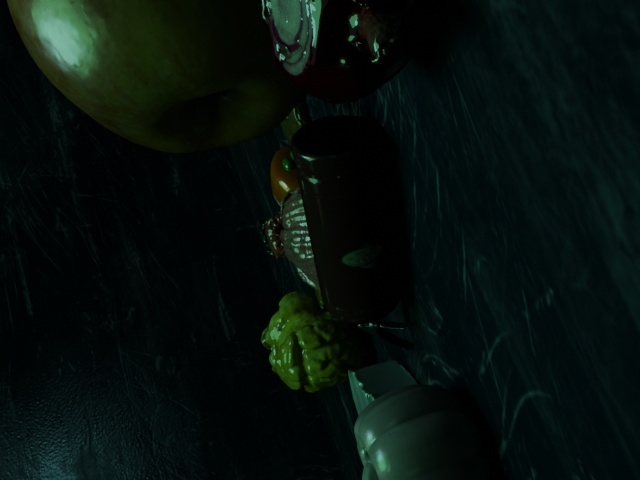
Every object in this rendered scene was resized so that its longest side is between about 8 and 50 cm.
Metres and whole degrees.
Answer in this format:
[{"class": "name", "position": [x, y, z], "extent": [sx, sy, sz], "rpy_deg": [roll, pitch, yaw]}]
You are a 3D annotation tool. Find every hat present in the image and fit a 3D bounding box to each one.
[{"class": "hat", "position": [0.000, 0.000, 1.243], "extent": [0.286, 0.107, 0.236], "rpy_deg": [7, 116, 54]}]

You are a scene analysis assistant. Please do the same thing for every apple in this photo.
[{"class": "apple", "position": [-0.179, -0.297, 0.923], "extent": [0.391, 0.391, 0.346], "rpy_deg": [94, 154, -67]}]

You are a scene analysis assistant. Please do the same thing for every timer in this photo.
[{"class": "timer", "position": [-0.041, -0.119, 1.329], "extent": [0.136, 0.099, 0.136], "rpy_deg": [50, 150, 44]}]

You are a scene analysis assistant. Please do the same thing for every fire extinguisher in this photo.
[{"class": "fire extinguisher", "position": [0.053, 0.009, 0.976], "extent": [0.135, 0.114, 0.337], "rpy_deg": [11, 131, 28]}]

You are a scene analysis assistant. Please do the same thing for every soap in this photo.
[{"class": "soap", "position": [0.126, 0.308, 1.143], "extent": [0.145, 0.091, 0.230], "rpy_deg": [-144, 38, -70]}]

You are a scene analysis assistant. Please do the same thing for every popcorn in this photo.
[{"class": "popcorn", "position": [-0.011, 0.193, 1.445], "extent": [0.226, 0.200, 0.203], "rpy_deg": [-13, -107, -57]}]

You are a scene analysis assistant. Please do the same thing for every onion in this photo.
[{"class": "onion", "position": [0.038, -0.202, 0.646], "extent": [0.198, 0.135, 0.173], "rpy_deg": [40, 147, 45]}]

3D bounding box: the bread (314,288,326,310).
[{"class": "bread", "position": [0.016, 0.058, 1.388], "extent": [0.140, 0.069, 0.128], "rpy_deg": [-123, 19, -71]}]

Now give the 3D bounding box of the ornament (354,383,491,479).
[{"class": "ornament", "position": [0.116, 0.267, 0.897], "extent": [0.177, 0.177, 0.177], "rpy_deg": [163, 90, -81]}]

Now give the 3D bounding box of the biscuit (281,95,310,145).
[{"class": "biscuit", "position": [-0.060, -0.259, 1.357], "extent": [0.215, 0.034, 0.182], "rpy_deg": [169, 83, -81]}]
